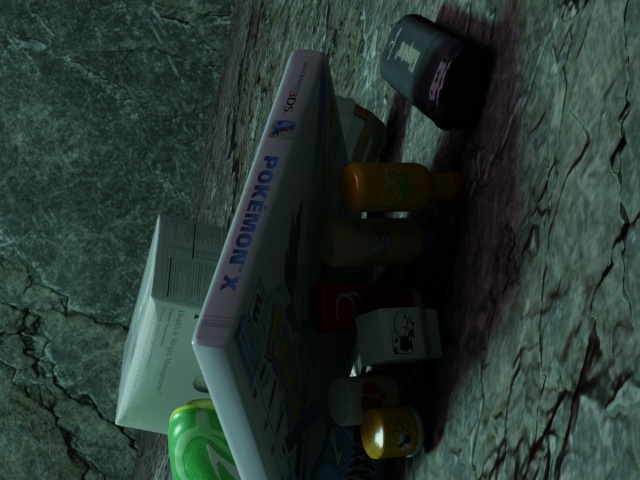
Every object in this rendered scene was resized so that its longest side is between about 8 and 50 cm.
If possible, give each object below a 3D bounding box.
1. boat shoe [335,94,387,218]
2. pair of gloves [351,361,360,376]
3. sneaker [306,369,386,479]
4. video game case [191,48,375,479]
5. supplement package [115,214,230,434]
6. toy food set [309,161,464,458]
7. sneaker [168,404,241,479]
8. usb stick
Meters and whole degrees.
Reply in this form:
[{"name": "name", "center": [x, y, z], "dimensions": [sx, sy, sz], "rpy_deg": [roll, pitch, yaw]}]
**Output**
[{"name": "boat shoe", "center": [0.000, 0.000, 1.657], "dimensions": [0.113, 0.103, 0.302], "rpy_deg": [-7, 69, 66]}, {"name": "pair of gloves", "center": [-0.012, 0.239, 1.609], "dimensions": [0.240, 0.042, 0.204], "rpy_deg": [120, 160, -59]}, {"name": "sneaker", "center": [0.028, 0.180, 1.396], "dimensions": [0.073, 0.063, 0.162], "rpy_deg": [123, 157, -56]}, {"name": "video game case", "center": [-0.019, 0.059, 1.397], "dimensions": [0.329, 0.036, 0.300], "rpy_deg": [76, -155, -51]}, {"name": "supplement package", "center": [-0.103, 0.107, 1.821], "dimensions": [0.149, 0.203, 0.194], "rpy_deg": [-91, 16, -52]}, {"name": "toy food set", "center": [0.064, 0.058, 1.332], "dimensions": [0.111, 0.104, 0.232], "rpy_deg": [-26, 69, 59]}, {"name": "sneaker", "center": [-0.097, 0.308, 1.685], "dimensions": [0.123, 0.109, 0.296], "rpy_deg": [-76, -21, -74]}, {"name": "usb stick", "center": [0.096, -0.153, 1.463], "dimensions": [0.278, 0.045, 0.077], "rpy_deg": [-117, 39, -76]}]
